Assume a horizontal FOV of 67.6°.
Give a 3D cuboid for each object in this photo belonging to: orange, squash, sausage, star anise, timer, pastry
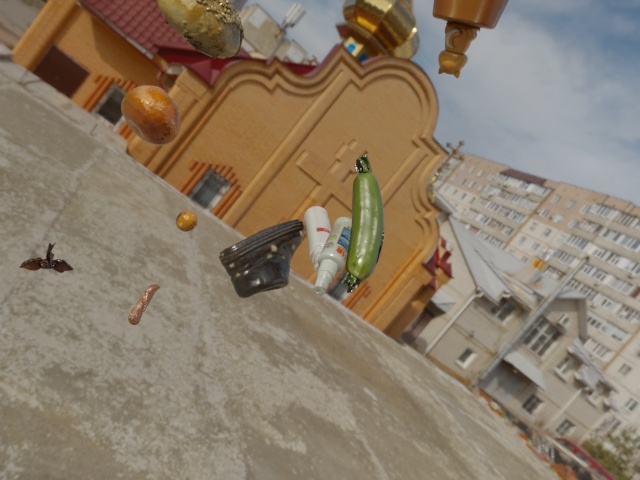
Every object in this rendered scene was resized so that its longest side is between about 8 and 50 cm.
[{"bbox_3d":[-0.595,-0.446,1.702,0.224,0.170,0.224,38,-20,17],"label":"orange"},{"bbox_3d":[0.097,-0.033,1.013,0.071,0.318,0.080,-6,-28,26],"label":"squash"},{"bbox_3d":[-0.578,0.205,1.562,0.042,0.157,0.036,36,-40,-16],"label":"sausage"},{"bbox_3d":[-1.030,0.052,1.806,0.141,0.144,0.158,17,17,20],"label":"star anise"},{"bbox_3d":[0.257,-0.382,0.883,0.132,0.152,0.132,10,26,-5],"label":"timer"},{"bbox_3d":[-0.391,-0.780,1.647,0.316,0.184,0.284,22,37,-45],"label":"pastry"},{"bbox_3d":[-0.500,-0.072,1.789,0.070,0.083,0.083,46,6,17],"label":"orange"}]

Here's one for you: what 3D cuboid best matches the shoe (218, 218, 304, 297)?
[{"bbox_3d":[-0.189,0.074,1.856,0.171,0.384,0.237,-15,-79,51],"label":"shoe"}]

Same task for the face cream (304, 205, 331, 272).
[{"bbox_3d":[0.000,0.000,1.798,0.102,0.102,0.345,37,24,-30],"label":"face cream"}]

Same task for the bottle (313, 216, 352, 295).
[{"bbox_3d":[0.027,0.033,1.023,0.060,0.060,0.217,38,42,-10],"label":"bottle"}]
